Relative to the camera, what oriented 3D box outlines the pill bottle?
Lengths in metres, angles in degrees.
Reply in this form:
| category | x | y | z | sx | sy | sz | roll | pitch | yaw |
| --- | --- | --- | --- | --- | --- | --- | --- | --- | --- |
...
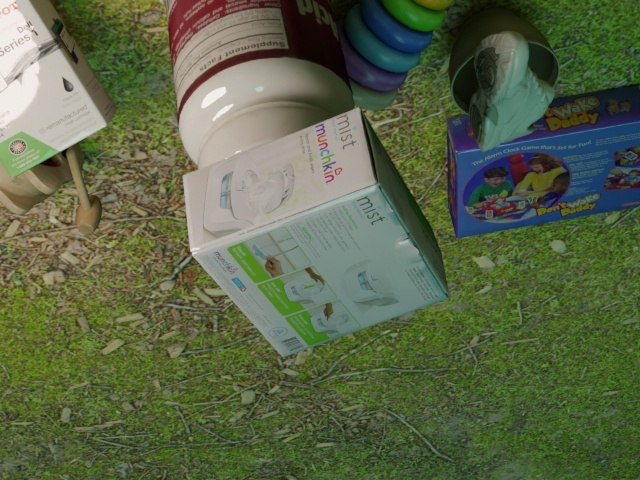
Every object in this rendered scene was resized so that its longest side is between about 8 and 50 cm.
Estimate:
| category | x | y | z | sx | sy | sz | roll | pitch | yaw |
| --- | --- | --- | --- | --- | --- | --- | --- | --- | --- |
| pill bottle | -0.077 | -0.212 | 1.678 | 0.224 | 0.392 | 0.224 | -7 | 144 | -5 |

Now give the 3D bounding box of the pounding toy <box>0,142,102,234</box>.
| category | x | y | z | sx | sy | sz | roll | pitch | yaw |
| --- | --- | --- | --- | --- | --- | --- | --- | --- | --- |
| pounding toy | -0.410 | -0.142 | 1.911 | 0.155 | 0.154 | 0.269 | -32 | 120 | 26 |

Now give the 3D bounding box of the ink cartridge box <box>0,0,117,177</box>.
| category | x | y | z | sx | sy | sz | roll | pitch | yaw |
| --- | --- | --- | --- | --- | --- | --- | --- | --- | --- |
| ink cartridge box | -0.400 | -0.221 | 1.740 | 0.160 | 0.092 | 0.219 | -28 | 108 | 10 |

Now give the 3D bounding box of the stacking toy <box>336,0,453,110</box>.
| category | x | y | z | sx | sy | sz | roll | pitch | yaw |
| --- | --- | --- | --- | --- | --- | --- | --- | --- | --- |
| stacking toy | 0.128 | -0.335 | 1.795 | 0.141 | 0.141 | 0.330 | 15 | 132 | -31 |

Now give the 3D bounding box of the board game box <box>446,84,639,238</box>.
| category | x | y | z | sx | sy | sz | roll | pitch | yaw |
| --- | --- | --- | --- | --- | --- | --- | --- | --- | --- |
| board game box | 0.387 | -0.130 | 2.167 | 0.347 | 0.078 | 0.233 | -10 | 144 | -1 |

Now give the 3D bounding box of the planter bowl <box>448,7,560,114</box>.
| category | x | y | z | sx | sy | sz | roll | pitch | yaw |
| --- | --- | --- | --- | --- | --- | --- | --- | --- | --- |
| planter bowl | 0.261 | -0.272 | 1.921 | 0.162 | 0.109 | 0.162 | -6 | 143 | -5 |

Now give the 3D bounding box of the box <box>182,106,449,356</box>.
| category | x | y | z | sx | sy | sz | roll | pitch | yaw |
| --- | --- | --- | --- | --- | --- | --- | --- | --- | --- |
| box | 0.000 | 0.000 | 1.542 | 0.231 | 0.127 | 0.262 | -21 | 142 | 13 |

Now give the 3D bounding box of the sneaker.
| category | x | y | z | sx | sy | sz | roll | pitch | yaw |
| --- | --- | --- | --- | --- | --- | --- | --- | --- | --- |
| sneaker | 0.278 | -0.221 | 1.843 | 0.115 | 0.090 | 0.232 | -13 | 153 | -8 |
